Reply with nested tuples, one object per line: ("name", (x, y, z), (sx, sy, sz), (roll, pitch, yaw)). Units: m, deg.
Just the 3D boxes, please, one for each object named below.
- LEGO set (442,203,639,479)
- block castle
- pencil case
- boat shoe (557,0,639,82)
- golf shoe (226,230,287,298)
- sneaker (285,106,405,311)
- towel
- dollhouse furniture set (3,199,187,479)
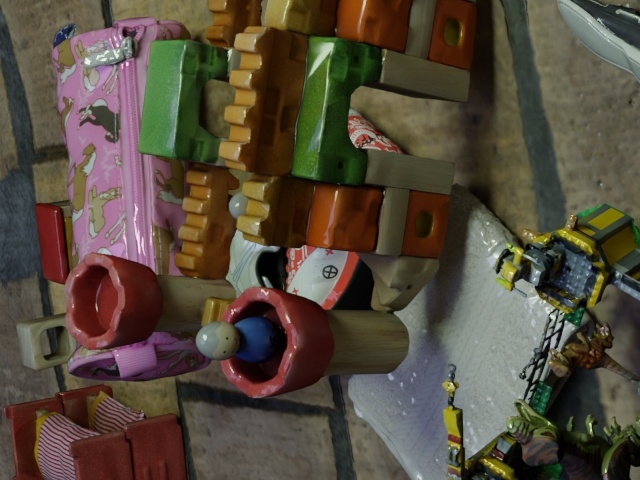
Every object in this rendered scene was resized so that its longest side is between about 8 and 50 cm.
("LEGO set", (0.185, 0.153, 0.933), (0.255, 0.192, 0.331), (39, 130, 24))
("block castle", (-0.064, -0.112, 1.103), (0.303, 0.213, 0.453), (11, 94, 44))
("pencil case", (-0.197, -0.039, 1.392), (0.160, 0.167, 0.386), (-14, 73, 29))
("boat shoe", (0.221, -0.149, 0.959), (0.125, 0.038, 0.046), (46, 176, 43))
("golf shoe", (-0.075, 0.055, 1.405), (0.086, 0.069, 0.176), (33, 127, 37))
("sneaker", (0.001, -0.001, 1.263), (0.145, 0.090, 0.270), (50, 133, 34))
("towel", (0.120, 0.108, 1.169), (0.187, 0.049, 0.282), (49, 136, 32))
("dollhouse furniture set", (-0.298, 0.145, 1.657), (0.201, 0.152, 0.374), (9, 107, 52))
